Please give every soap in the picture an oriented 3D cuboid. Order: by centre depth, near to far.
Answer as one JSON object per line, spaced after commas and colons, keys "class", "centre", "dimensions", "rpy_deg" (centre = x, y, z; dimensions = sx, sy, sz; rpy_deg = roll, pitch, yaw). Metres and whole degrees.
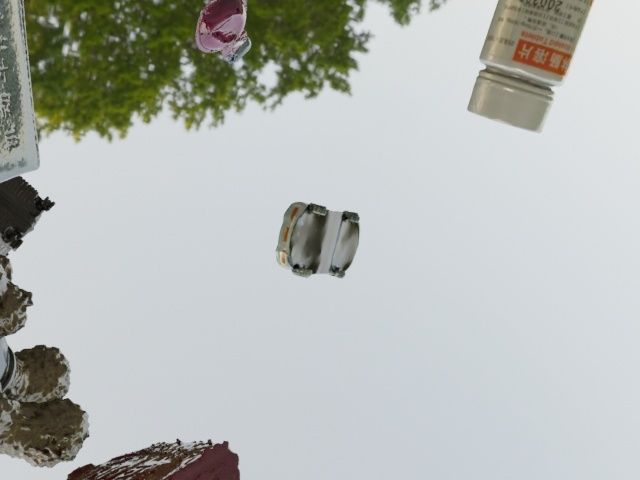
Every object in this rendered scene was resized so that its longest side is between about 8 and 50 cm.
{"class": "soap", "centre": [-0.228, 0.324, 0.930], "dimensions": [0.182, 0.289, 0.112], "rpy_deg": [-18, -92, -40]}

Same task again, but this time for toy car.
{"class": "toy car", "centre": [0.000, 0.000, 1.046], "dimensions": [0.056, 0.096, 0.205], "rpy_deg": [14, -177, 23]}

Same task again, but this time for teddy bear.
{"class": "teddy bear", "centre": [-0.289, 0.105, 0.653], "dimensions": [0.129, 0.251, 0.182], "rpy_deg": [-25, -136, -19]}

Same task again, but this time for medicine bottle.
{"class": "medicine bottle", "centre": [0.325, -0.303, 1.205], "dimensions": [0.144, 0.252, 0.144], "rpy_deg": [18, -163, -5]}

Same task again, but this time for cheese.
{"class": "cheese", "centre": [-0.130, -0.291, 1.071], "dimensions": [0.038, 0.145, 0.095], "rpy_deg": [43, -93, 18]}

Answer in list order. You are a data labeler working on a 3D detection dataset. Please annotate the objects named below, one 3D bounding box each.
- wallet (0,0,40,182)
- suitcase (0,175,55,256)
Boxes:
{"class": "wallet", "centre": [-0.300, -0.150, 0.655], "dimensions": [0.036, 0.222, 0.167], "rpy_deg": [2, -163, 11]}
{"class": "suitcase", "centre": [-0.732, -0.049, 1.575], "dimensions": [0.229, 0.335, 0.152], "rpy_deg": [46, -137, -20]}
